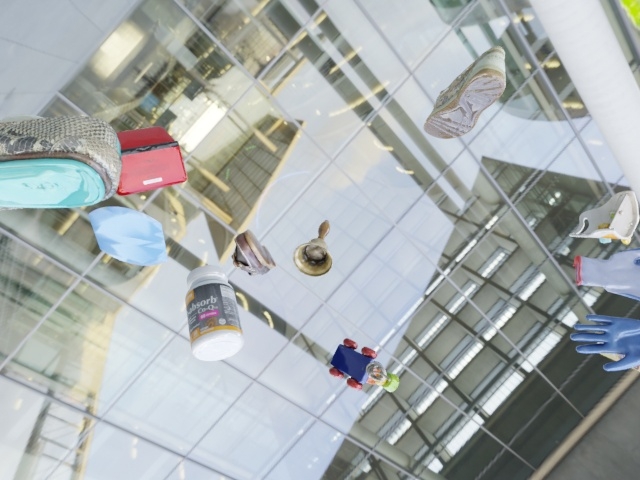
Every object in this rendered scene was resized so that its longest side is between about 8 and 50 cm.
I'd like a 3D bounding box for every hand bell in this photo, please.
[{"bbox_3d":[0.000,0.000,1.417,0.126,0.126,0.242,-33,-161,28],"label":"hand bell"}]

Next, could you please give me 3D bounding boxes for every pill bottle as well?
[{"bbox_3d":[-0.345,0.225,1.379,0.162,0.162,0.278,-38,-129,20],"label":"pill bottle"}]

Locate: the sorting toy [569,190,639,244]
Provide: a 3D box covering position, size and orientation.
[{"bbox_3d":[0.405,-0.025,0.624,0.083,0.044,0.075,-48,-160,-24],"label":"sorting toy"}]

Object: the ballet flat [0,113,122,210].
[{"bbox_3d":[-0.556,-0.117,0.664,0.484,0.163,0.181,-8,-130,-10],"label":"ballet flat"}]

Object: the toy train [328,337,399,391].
[{"bbox_3d":[0.141,0.338,1.079,0.248,0.143,0.105,5,-115,61],"label":"toy train"}]

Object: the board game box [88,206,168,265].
[{"bbox_3d":[-0.364,-0.016,0.839,0.168,0.133,0.033,103,-5,-48],"label":"board game box"}]

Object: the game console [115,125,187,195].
[{"bbox_3d":[-0.364,-0.164,0.877,0.144,0.123,0.085,-20,-162,-33],"label":"game console"}]

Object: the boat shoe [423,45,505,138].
[{"bbox_3d":[0.339,-0.330,1.017,0.285,0.105,0.089,142,-33,-70],"label":"boat shoe"}]

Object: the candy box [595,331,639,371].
[{"bbox_3d":[0.621,0.202,0.802,0.109,0.053,0.187,-13,179,3],"label":"candy box"}]

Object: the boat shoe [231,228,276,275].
[{"bbox_3d":[-0.145,0.037,0.892,0.073,0.207,0.073,-24,-108,-2],"label":"boat shoe"}]

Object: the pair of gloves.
[{"bbox_3d":[0.480,0.107,0.671,0.160,0.023,0.198,2,-90,23],"label":"pair of gloves"}]
